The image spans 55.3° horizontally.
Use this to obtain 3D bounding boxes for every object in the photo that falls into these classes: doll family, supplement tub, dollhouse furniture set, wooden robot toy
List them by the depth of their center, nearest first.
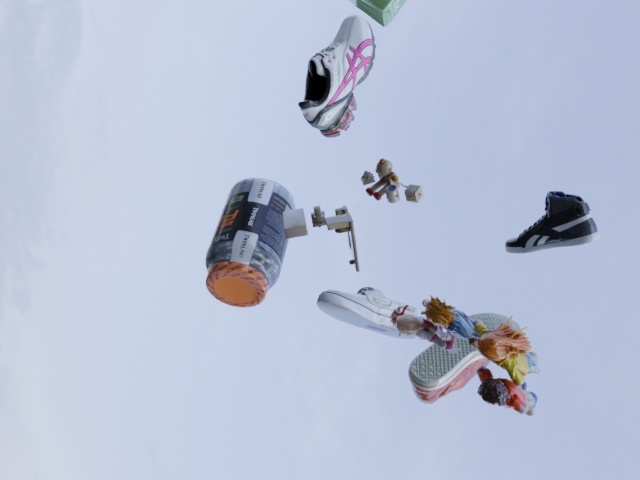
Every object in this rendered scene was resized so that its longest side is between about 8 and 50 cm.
[{"bbox_3d":[0.223,0.141,0.899,0.263,0.163,0.118,36,-82,40],"label":"doll family"},{"bbox_3d":[0.138,-0.134,1.306,0.173,0.076,0.079,34,-28,45],"label":"wooden robot toy"},{"bbox_3d":[0.000,0.000,1.409,0.144,0.151,0.123,-104,-176,-67],"label":"dollhouse furniture set"},{"bbox_3d":[-0.181,0.004,1.579,0.193,0.193,0.316,-44,-155,42],"label":"supplement tub"}]

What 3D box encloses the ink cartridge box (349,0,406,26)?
[{"bbox_3d":[0.078,-0.383,0.675,0.171,0.056,0.235,39,-86,8],"label":"ink cartridge box"}]

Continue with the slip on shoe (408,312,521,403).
[{"bbox_3d":[0.330,0.263,1.400,0.123,0.331,0.101,36,-39,40],"label":"slip on shoe"}]

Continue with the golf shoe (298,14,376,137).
[{"bbox_3d":[0.024,-0.242,0.851,0.067,0.086,0.186,4,-108,38],"label":"golf shoe"}]

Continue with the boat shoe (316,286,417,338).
[{"bbox_3d":[0.114,0.149,1.385,0.096,0.267,0.088,-30,-136,59],"label":"boat shoe"}]

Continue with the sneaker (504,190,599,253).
[{"bbox_3d":[0.488,-0.043,1.323,0.216,0.079,0.121,-13,-88,51],"label":"sneaker"}]
